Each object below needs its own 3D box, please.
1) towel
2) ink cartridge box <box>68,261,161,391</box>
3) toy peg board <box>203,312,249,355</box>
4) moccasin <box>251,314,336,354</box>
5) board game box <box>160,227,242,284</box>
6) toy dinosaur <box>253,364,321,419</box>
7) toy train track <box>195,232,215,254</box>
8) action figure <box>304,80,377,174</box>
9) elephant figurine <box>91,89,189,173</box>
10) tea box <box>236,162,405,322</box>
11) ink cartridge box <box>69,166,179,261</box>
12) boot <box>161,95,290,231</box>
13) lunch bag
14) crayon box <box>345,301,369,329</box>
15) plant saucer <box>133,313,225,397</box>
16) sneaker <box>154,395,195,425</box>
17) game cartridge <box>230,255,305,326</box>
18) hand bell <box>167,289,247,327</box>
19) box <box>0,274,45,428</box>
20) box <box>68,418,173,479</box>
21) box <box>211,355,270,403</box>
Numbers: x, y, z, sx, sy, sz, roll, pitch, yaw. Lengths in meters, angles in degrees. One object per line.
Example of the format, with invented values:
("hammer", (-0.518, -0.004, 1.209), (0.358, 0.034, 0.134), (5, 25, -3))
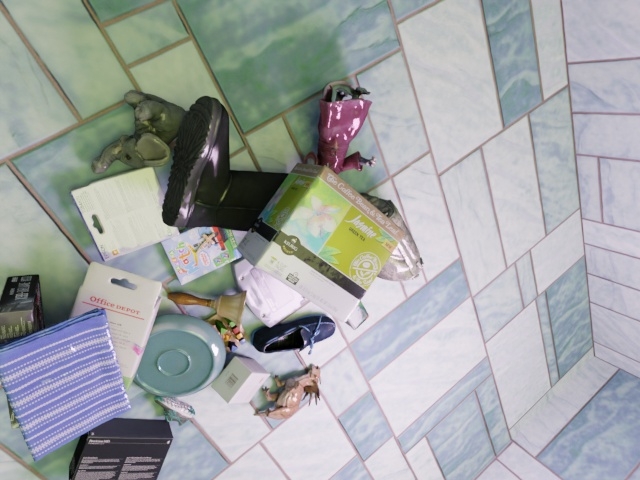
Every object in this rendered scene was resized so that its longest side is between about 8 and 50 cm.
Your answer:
("towel", (-0.617, 0.350, 1.040), (0.243, 0.040, 0.335), (-23, 120, -40))
("ink cartridge box", (-0.590, 0.240, 1.201), (0.207, 0.119, 0.353), (20, 94, -12))
("toy peg board", (-0.336, 0.337, 1.443), (0.161, 0.079, 0.160), (-32, 119, -17))
("moccasin", (-0.084, 0.372, 1.577), (0.342, 0.117, 0.137), (-10, 111, -27))
("board game box", (-0.375, 0.025, 1.341), (0.212, 0.039, 0.160), (-26, 118, -20))
("toy dinosaur", (-0.111, 0.617, 1.647), (0.295, 0.127, 0.200), (-47, 130, -2))
("toy train track", (-0.358, 0.011, 1.313), (0.083, 0.014, 0.048), (-50, 123, -7))
("action figure", (0.030, -0.320, 1.393), (0.248, 0.275, 0.370), (0, 123, -25))
("elephant figurine", (-0.470, -0.266, 1.142), (0.239, 0.186, 0.169), (-68, 167, 17))
("tea box", (0.000, 0.000, 1.223), (0.329, 0.220, 0.323), (35, 86, -26))
("ink cartridge box", (-0.548, -0.079, 1.201), (0.224, 0.045, 0.223), (-23, 116, -21))
("boot", (-0.197, -0.188, 1.234), (0.445, 0.146, 0.366), (4, 121, -44))
("lunch bag", (0.225, -0.002, 1.550), (0.213, 0.256, 0.305), (-41, 122, -12))
("crayon box", (0.034, 0.156, 1.524), (0.081, 0.202, 0.318), (-40, 122, -14))
("plant saucer", (-0.465, 0.381, 1.346), (0.318, 0.043, 0.317), (-4, 112, -9))
("sneaker", (-0.507, 0.581, 1.437), (0.076, 0.065, 0.166), (-46, 121, -5))
("game cartridge", (-0.187, 0.155, 1.486), (0.196, 0.060, 0.294), (-34, 120, -20))
("hand bell", (-0.366, 0.202, 1.357), (0.242, 0.126, 0.126), (10, 102, -8))
("box", (-0.753, 0.272, 1.082), (0.077, 0.242, 0.307), (-5, 109, -29))
("box", (-0.641, 0.684, 1.367), (0.261, 0.103, 0.184), (20, 99, -33))
("box", (-0.274, 0.488, 1.476), (0.130, 0.091, 0.170), (-52, 157, -6))
